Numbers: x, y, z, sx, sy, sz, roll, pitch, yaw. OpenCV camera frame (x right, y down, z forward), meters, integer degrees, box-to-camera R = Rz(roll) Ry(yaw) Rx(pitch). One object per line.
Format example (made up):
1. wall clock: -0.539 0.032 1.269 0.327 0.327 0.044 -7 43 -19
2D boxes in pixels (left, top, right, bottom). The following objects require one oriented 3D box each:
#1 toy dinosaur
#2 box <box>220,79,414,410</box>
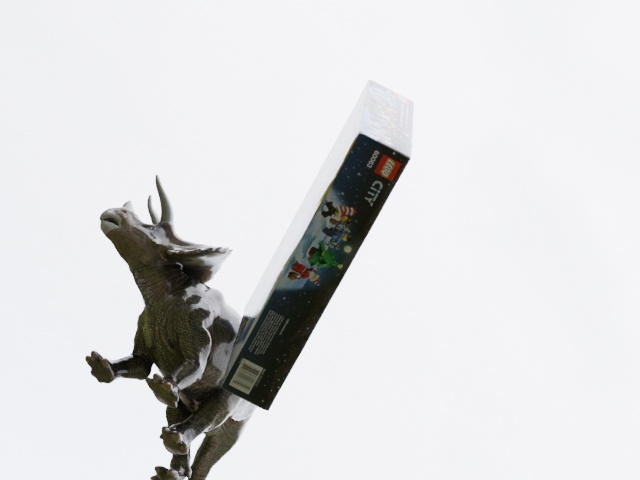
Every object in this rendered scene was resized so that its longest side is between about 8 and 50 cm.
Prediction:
1. toy dinosaur: -0.102 0.114 1.280 0.121 0.160 0.314 -1 -56 43
2. box: 0.000 0.000 1.157 0.044 0.159 0.233 27 -70 -5
